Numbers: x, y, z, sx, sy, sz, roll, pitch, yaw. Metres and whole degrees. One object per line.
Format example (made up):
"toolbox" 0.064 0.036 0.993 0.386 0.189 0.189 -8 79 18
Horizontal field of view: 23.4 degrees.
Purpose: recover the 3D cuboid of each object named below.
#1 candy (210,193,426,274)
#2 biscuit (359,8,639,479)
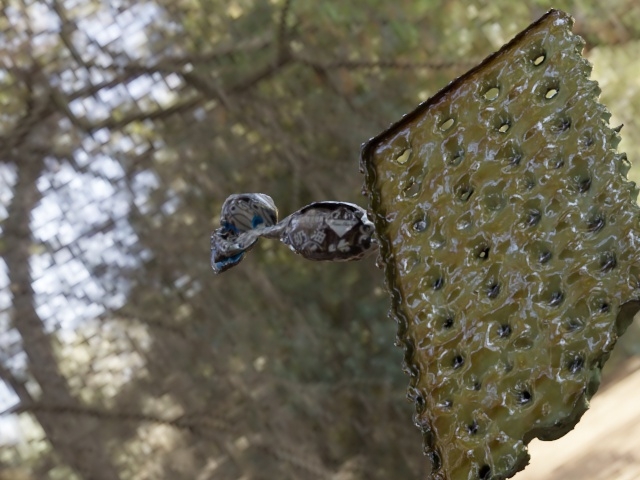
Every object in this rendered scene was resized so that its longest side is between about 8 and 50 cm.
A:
"candy" 0.000 0.000 1.471 0.226 0.094 0.051 0 -16 20
"biscuit" 0.083 0.002 0.682 0.144 0.203 0.016 -36 -42 28
